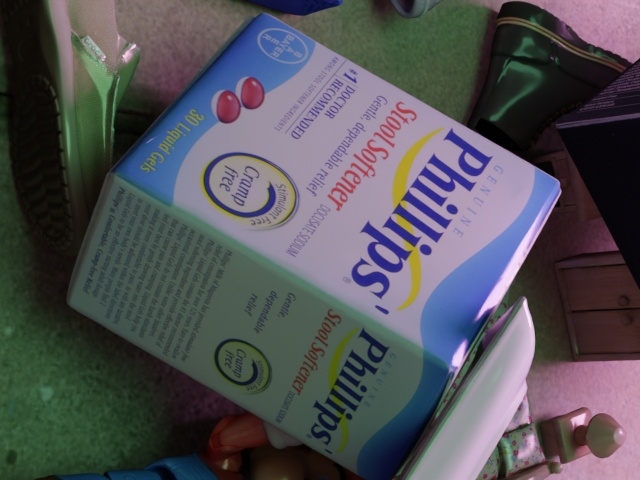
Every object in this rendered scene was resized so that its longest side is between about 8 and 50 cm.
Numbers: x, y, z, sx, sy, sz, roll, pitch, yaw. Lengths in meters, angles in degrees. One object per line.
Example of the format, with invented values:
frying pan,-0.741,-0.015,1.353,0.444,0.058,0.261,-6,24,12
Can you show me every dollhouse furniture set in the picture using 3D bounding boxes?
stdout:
dollhouse furniture set,0.191,0.076,1.731,0.355,0.174,0.303,-15,95,-39

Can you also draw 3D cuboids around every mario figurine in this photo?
mario figurine,-0.073,0.221,1.499,0.320,0.198,0.170,-15,83,-35

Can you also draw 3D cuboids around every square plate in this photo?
square plate,0.066,0.224,1.491,0.049,0.347,0.344,31,79,5

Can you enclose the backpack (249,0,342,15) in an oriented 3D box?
backpack,-0.016,-0.266,1.642,0.098,0.101,0.120,15,73,-44

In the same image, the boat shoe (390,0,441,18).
boat shoe,0.050,-0.357,1.695,0.103,0.118,0.320,-42,118,-38

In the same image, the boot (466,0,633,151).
boot,0.233,-0.127,1.856,0.198,0.077,0.137,27,74,-20

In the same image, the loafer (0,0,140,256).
loafer,-0.188,-0.122,1.488,0.092,0.102,0.268,-5,89,-33

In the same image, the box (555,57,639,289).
box,0.434,-0.049,1.703,0.312,0.179,0.343,-39,109,-29

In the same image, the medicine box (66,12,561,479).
medicine box,0.000,0.000,1.475,0.289,0.149,0.263,29,42,6
